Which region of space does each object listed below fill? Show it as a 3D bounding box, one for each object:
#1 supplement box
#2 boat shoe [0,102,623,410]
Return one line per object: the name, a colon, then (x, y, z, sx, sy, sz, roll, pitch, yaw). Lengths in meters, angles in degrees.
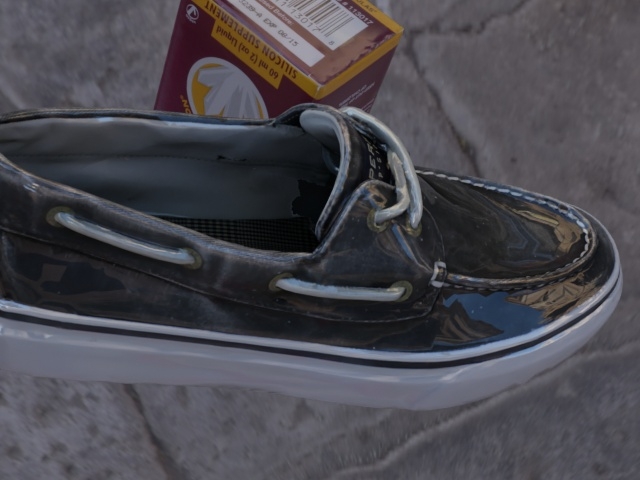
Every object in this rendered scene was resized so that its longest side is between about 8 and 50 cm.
supplement box: (-0.037, -0.075, 0.857, 0.104, 0.188, 0.081, 40, 51, 14)
boat shoe: (0.000, 0.000, 0.647, 0.335, 0.119, 0.121, -2, 44, -21)
